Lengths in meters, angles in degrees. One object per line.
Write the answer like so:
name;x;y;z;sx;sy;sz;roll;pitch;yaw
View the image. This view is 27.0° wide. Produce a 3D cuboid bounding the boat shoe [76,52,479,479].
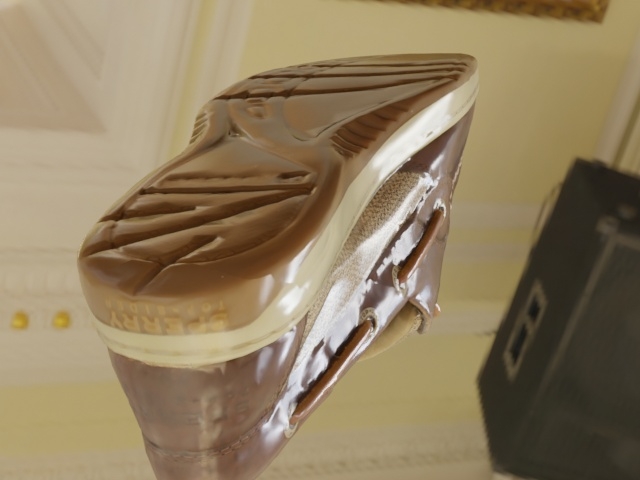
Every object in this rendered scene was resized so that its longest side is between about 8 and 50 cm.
boat shoe;0.000;0.000;0.623;0.123;0.123;0.342;0;-157;18
